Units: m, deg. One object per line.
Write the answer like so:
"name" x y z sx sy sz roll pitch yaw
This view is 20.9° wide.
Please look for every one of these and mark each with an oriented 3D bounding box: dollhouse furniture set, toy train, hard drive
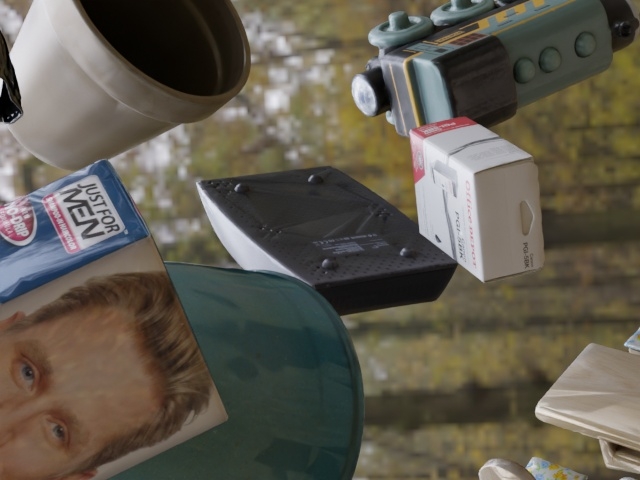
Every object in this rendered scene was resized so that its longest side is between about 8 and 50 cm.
"dollhouse furniture set" 0.400 0.159 1.715 0.362 0.394 0.256 -43 -49 -33
"toy train" 0.202 -0.208 1.963 0.190 0.334 0.142 23 131 56
"hard drive" 0.000 0.000 1.666 0.254 0.172 0.054 40 132 53

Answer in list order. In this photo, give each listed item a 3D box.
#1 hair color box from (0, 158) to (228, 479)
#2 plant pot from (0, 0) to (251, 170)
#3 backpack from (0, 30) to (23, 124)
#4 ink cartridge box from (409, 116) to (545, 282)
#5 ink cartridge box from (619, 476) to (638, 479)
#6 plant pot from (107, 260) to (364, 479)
"hair color box" -0.253 0.106 1.132 0.105 0.347 0.174 54 167 50
"plant pot" -0.310 -0.253 2.477 0.323 0.280 0.323 31 -141 -28
"backpack" -0.382 -0.240 1.575 0.263 0.213 0.277 -178 88 -84
"ink cartridge box" 0.127 -0.035 1.430 0.135 0.056 0.099 -138 38 -64
"ink cartridge box" 0.394 0.403 1.528 0.166 0.285 0.395 -56 -36 -15
"plant pot" -0.148 0.134 1.426 0.255 0.271 0.272 17 -112 -47
